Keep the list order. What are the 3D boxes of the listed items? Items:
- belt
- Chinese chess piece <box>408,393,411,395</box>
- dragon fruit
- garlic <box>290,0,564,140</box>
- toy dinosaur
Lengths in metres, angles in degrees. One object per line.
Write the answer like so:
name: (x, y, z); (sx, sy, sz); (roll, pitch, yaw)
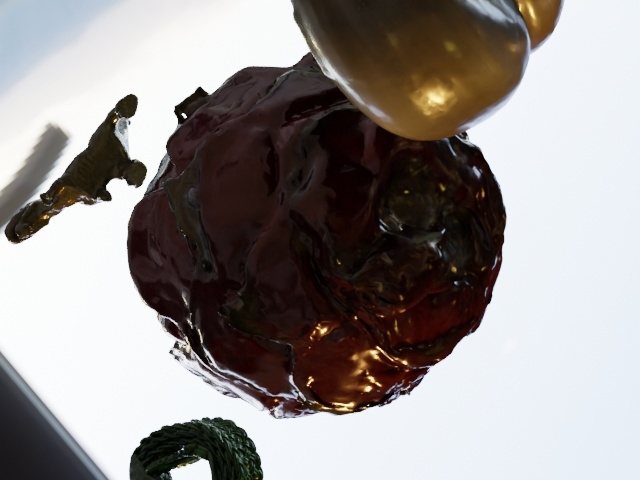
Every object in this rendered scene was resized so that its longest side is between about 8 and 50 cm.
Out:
belt: (-0.142, 0.255, 1.629); (0.151, 0.121, 0.079); (-7, 179, 29)
Chinese chess piece: (0.055, 0.122, 1.453); (0.084, 0.084, 0.034); (-161, -92, -71)
dragon fruit: (0.001, -0.003, 1.269); (0.329, 0.329, 0.329); (-34, -164, 11)
garlic: (0.071, -0.203, 1.023); (0.132, 0.325, 0.279); (-12, -135, 40)
toy dinosaur: (-0.246, -0.098, 1.678); (0.200, 0.072, 0.251); (-25, -149, 50)
